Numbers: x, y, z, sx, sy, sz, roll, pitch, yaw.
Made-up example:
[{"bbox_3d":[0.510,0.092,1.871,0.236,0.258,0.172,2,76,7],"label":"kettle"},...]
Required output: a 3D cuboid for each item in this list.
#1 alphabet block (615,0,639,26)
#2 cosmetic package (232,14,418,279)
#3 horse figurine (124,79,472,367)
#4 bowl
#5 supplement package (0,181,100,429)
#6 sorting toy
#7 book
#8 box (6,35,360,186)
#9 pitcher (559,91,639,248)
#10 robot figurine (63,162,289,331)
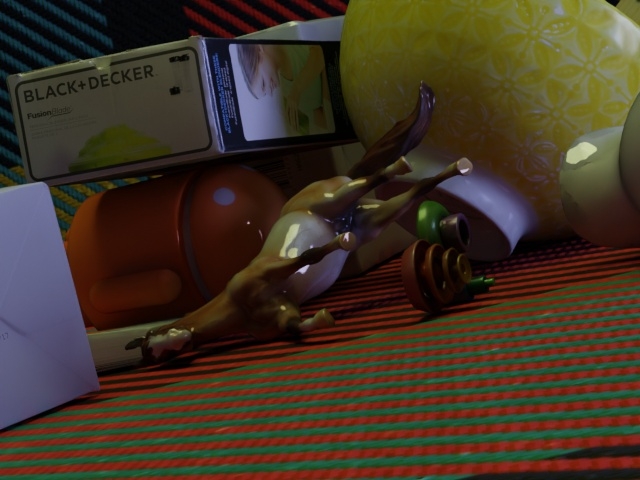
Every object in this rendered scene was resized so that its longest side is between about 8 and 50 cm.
[{"bbox_3d":[0.362,-0.180,1.545,0.197,0.193,0.192,-54,7,-5],"label":"alphabet block"},{"bbox_3d":[-0.013,-0.082,1.808,0.138,0.224,0.225,-12,4,23],"label":"cosmetic package"},{"bbox_3d":[0.000,0.000,1.390,0.174,0.066,0.263,-21,23,52],"label":"horse figurine"},{"bbox_3d":[0.126,-0.078,1.524,0.289,0.289,0.156,-8,50,59],"label":"bowl"},{"bbox_3d":[-0.294,0.063,1.288,0.203,0.149,0.194,-10,5,37],"label":"supplement package"},{"bbox_3d":[0.086,0.013,1.295,0.042,0.061,0.102,-12,27,24],"label":"sorting toy"},{"bbox_3d":[-0.159,0.078,1.473,0.144,0.035,0.096,-12,1,28],"label":"book"},{"bbox_3d":[-0.096,-0.101,1.554,0.169,0.087,0.290,-9,1,22],"label":"box"},{"bbox_3d":[0.265,-0.052,1.244,0.178,0.125,0.207,0,-11,-14],"label":"pitcher"},{"bbox_3d":[-0.107,0.009,1.555,0.219,0.128,0.158,-12,-21,27],"label":"robot figurine"}]
